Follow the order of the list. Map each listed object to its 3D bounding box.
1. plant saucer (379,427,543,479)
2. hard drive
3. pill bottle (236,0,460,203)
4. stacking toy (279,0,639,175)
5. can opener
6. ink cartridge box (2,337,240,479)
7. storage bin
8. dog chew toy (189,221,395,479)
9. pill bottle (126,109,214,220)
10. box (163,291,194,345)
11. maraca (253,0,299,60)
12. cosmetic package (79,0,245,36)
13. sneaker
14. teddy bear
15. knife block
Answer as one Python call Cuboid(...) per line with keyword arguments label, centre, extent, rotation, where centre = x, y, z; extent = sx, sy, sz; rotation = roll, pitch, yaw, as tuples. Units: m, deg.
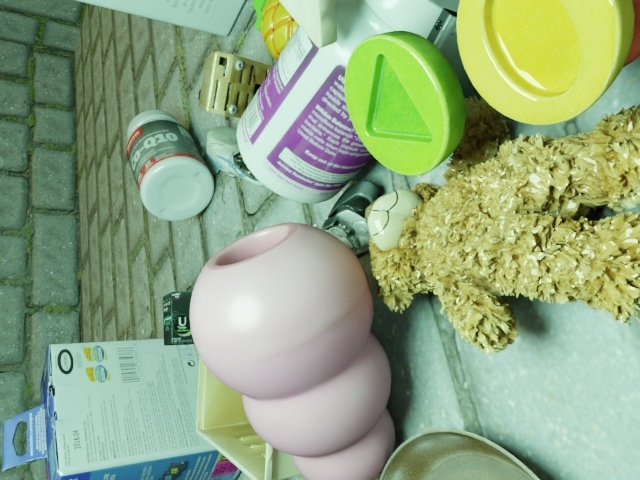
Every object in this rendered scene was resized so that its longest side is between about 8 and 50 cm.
Cuboid(label="plant saucer", centre=(0.158, 0.339, 0.541), extent=(0.311, 0.050, 0.310), rotation=(-11, 77, 57))
Cuboid(label="hard drive", centre=(0.131, -0.162, 0.588), extent=(0.135, 0.094, 0.022), rotation=(-61, 39, 35))
Cuboid(label="pill bottle", centre=(0.034, -0.192, 0.674), extent=(0.301, 0.169, 0.169), rotation=(-45, 51, 42))
Cuboid(label="stacking toy", centre=(0.107, -0.217, 0.472), extent=(0.308, 0.130, 0.279), rotation=(58, 154, 4))
Cuboid(label="can opener", centre=(0.000, 0.000, 0.825), extent=(0.280, 0.074, 0.093), rotation=(-26, 31, 53))
Cuboid(label="ink cartridge box", centre=(-0.357, 0.325, 1.040), extent=(0.270, 0.396, 0.151), rotation=(59, 135, 42))
Cuboid(label="storage bin", centre=(-0.086, 0.198, 0.876), extent=(0.262, 0.123, 0.260), rotation=(0, 88, 59))
Cuboid(label="dog chew toy", centre=(-0.011, 0.150, 0.657), extent=(0.207, 0.207, 0.331), rotation=(4, 122, 58))
Cuboid(label="pill bottle", centre=(-0.362, -0.186, 1.318), extent=(0.283, 0.161, 0.161), rotation=(55, 132, 44))
Cuboid(label="box", centre=(-0.222, 0.128, 0.928), extent=(0.052, 0.062, 0.083), rotation=(-25, 65, 56))
Cuboid(label="maraca", centre=(-0.047, -0.335, 0.869), extent=(0.185, 0.099, 0.127), rotation=(52, 133, 23))
Cuboid(label="cosmetic package", centre=(-0.322, -0.660, 1.079), extent=(0.329, 0.394, 0.327), rotation=(-43, 53, 48))
Cuboid(label="sneaker", centre=(-0.144, -0.147, 1.056), extent=(0.237, 0.085, 0.086), rotation=(39, 146, 49))
Cuboid(label="teddy bear", centre=(0.154, -0.018, 0.525), extent=(0.338, 0.113, 0.245), rotation=(23, 104, 56))
Cuboid(label="knife block", centre=(-0.168, -0.261, 0.952), extent=(0.242, 0.276, 0.088), rotation=(17, 104, 27))
